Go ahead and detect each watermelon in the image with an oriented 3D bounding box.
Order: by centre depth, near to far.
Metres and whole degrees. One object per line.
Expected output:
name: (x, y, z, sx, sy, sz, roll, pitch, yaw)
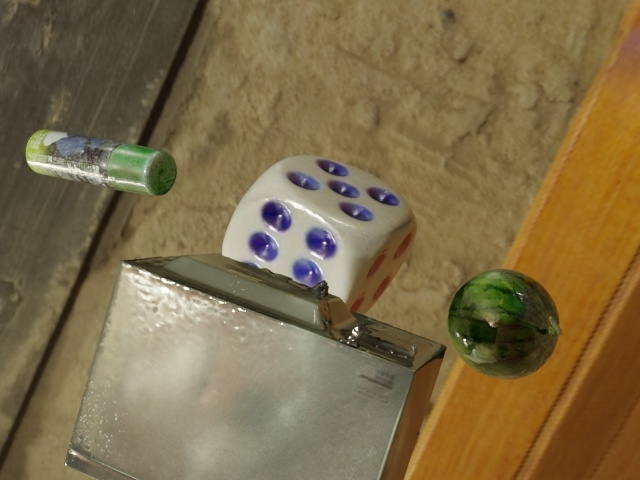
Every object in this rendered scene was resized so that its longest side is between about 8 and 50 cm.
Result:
watermelon: (0.320, 0.142, 1.592, 0.188, 0.215, 0.188, -5, 97, -50)

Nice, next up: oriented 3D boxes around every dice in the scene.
dice: (0.000, 0.000, 1.986, 0.304, 0.304, 0.277, 34, 117, 16)

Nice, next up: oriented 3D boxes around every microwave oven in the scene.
microwave oven: (-0.084, 0.223, 1.334, 0.432, 0.236, 0.374, 20, 98, 16)

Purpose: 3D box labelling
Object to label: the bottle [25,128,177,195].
bottle: (-0.425, -0.151, 1.818, 0.330, 0.093, 0.093, 12, 125, 32)
